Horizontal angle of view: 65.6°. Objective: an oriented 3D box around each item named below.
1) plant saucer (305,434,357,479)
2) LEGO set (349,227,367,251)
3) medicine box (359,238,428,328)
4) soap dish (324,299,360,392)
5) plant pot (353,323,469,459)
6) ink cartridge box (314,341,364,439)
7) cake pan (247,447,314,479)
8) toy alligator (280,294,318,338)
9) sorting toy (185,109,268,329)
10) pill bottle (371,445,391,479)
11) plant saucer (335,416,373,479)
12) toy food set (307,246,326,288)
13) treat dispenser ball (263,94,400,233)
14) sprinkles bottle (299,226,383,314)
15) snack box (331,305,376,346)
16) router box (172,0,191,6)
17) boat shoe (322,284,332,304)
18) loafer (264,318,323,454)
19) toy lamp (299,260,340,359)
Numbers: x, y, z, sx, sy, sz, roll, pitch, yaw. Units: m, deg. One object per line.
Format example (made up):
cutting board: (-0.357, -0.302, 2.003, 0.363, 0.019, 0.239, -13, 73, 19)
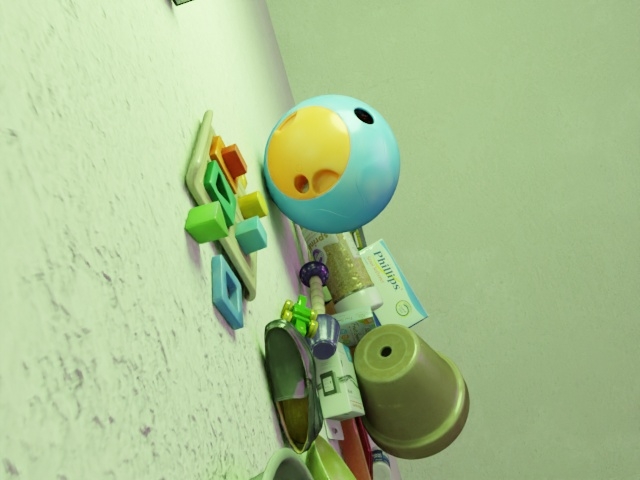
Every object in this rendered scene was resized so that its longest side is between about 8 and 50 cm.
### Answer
plant saucer: (0.045, 0.379, 0.675, 0.241, 0.037, 0.241, 54, -4, 6)
LEGO set: (0.039, -0.047, 1.990, 0.255, 0.192, 0.332, -33, 107, -54)
medicine box: (0.167, 0.170, 1.552, 0.264, 0.149, 0.289, 59, -14, 8)
soap dish: (0.106, 0.315, 1.398, 0.229, 0.118, 0.291, -112, -177, -56)
plant pot: (0.179, 0.314, 1.115, 0.263, 0.262, 0.229, -100, 163, -52)
ink cartridge box: (0.038, 0.303, 1.007, 0.104, 0.060, 0.180, 47, 26, -60)
cake pan: (-0.020, 0.313, 0.366, 0.293, 0.054, 0.294, -16, 90, -85)
toy alligator: (-0.039, 0.145, 0.783, 0.190, 0.056, 0.051, -93, -153, -71)
sorting toy: (-0.105, -0.051, 0.631, 0.348, 0.047, 0.196, -100, 173, -55)
pill bottle: (0.173, 0.664, 1.479, 0.120, 0.067, 0.067, -56, 130, -84)
plant saucer: (0.076, 0.445, 1.169, 0.258, 0.047, 0.259, 36, 37, -83)
toy food set: (0.002, 0.087, 1.547, 0.133, 0.038, 0.192, -101, 173, -48)
treat dispenser ball: (0.023, -0.158, 1.048, 0.288, 0.287, 0.289, -16, 90, -86)
sprinkles bottle: (0.037, 0.031, 1.294, 0.121, 0.121, 0.356, 60, 5, -73)
snack box: (0.063, 0.215, 1.199, 0.100, 0.141, 0.037, 70, 7, -45)
router box: (-0.209, -0.424, 0.644, 0.133, 0.046, 0.179, 62, 13, -69)
boat shoe: (0.026, 0.156, 1.484, 0.137, 0.049, 0.043, -57, 167, -61)
loafer: (-0.034, 0.183, 0.625, 0.061, 0.062, 0.170, -60, 133, -77)
toy lamp: (-0.006, 0.140, 1.036, 0.275, 0.080, 0.080, -103, 175, -61)
